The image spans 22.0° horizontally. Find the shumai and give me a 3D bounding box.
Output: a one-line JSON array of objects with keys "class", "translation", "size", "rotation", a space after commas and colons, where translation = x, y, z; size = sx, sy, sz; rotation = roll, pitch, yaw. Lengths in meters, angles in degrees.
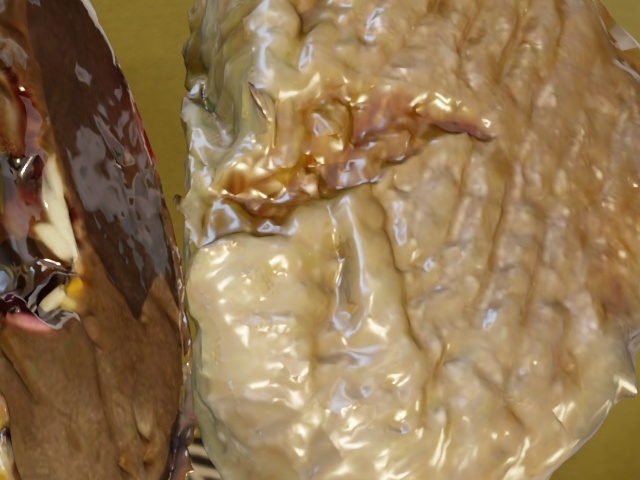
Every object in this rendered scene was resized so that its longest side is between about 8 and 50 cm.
[{"class": "shumai", "translation": [-0.003, 0.001, 0.741], "size": [0.217, 0.283, 0.346], "rotation": [22, 57, -22]}]

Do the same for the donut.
[{"class": "donut", "translation": [-0.164, -0.006, 0.731], "size": [0.259, 0.136, 0.345], "rotation": [-31, 105, -74]}]
